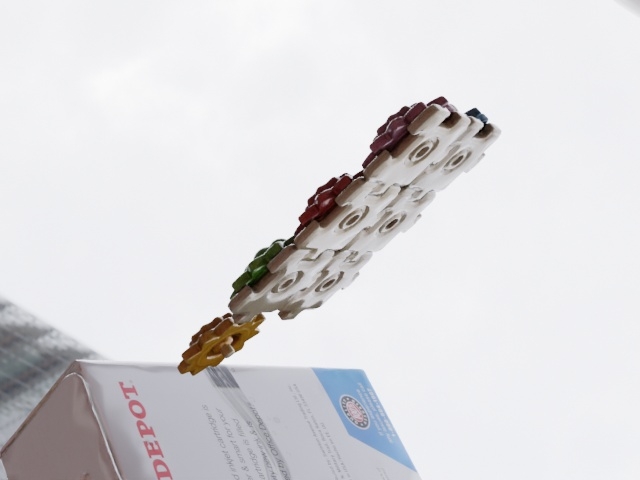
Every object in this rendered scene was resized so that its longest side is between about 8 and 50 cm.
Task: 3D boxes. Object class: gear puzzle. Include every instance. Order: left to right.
[{"bbox_3d":[0.000,0.000,1.073,0.339,0.175,0.044,-44,-109,19],"label":"gear puzzle"}]

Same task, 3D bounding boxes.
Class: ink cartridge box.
[{"bbox_3d":[-0.077,0.277,1.250,0.166,0.395,0.285,-48,-126,29],"label":"ink cartridge box"}]

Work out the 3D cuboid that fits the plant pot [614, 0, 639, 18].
[{"bbox_3d":[0.317,-0.227,0.817,0.284,0.284,0.191,-34,-138,10],"label":"plant pot"}]
